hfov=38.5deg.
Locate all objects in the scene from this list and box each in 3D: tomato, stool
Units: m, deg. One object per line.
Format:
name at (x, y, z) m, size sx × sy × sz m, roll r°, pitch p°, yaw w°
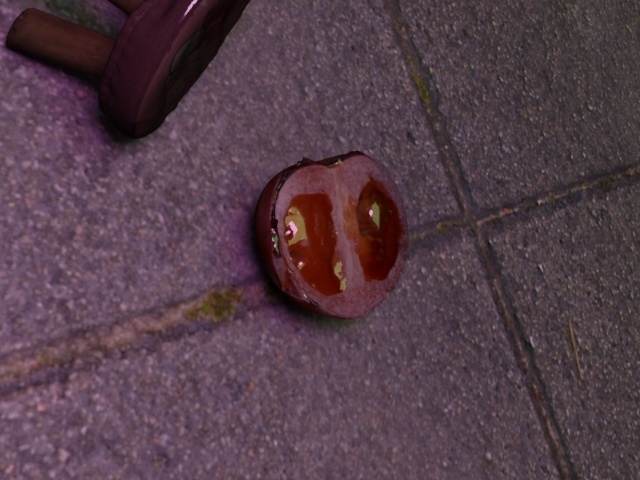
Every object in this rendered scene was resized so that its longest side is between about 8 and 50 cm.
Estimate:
tomato at (0.000, 0.000, 1.115) m, size 0.228 × 0.112 × 0.199 m, roll -9°, pitch 87°, yaw -43°
stool at (-0.188, -0.261, 0.975) m, size 0.178 × 0.272 × 0.272 m, roll 36°, pitch 52°, yaw -5°
